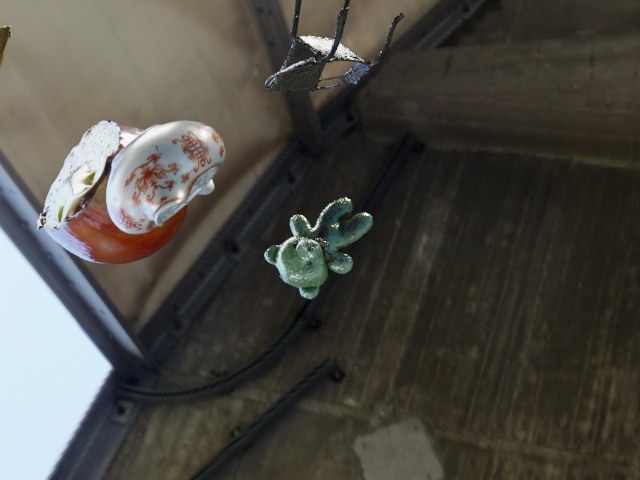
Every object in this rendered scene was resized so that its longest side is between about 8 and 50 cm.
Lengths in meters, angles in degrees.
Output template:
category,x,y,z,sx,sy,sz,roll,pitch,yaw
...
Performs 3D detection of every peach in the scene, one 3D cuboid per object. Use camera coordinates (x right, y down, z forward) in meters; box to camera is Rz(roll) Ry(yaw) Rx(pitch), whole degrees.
category,x,y,z,sx,sy,sz,roll,pitch,yaw
peach,-0.382,-0.084,1.757,0.281,0.338,0.281,-1,-94,9

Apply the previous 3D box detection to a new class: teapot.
category,x,y,z,sx,sy,sz,roll,pitch,yaw
teapot,-0.180,-0.077,1.162,0.116,0.245,0.159,37,-72,6

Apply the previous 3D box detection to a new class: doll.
category,x,y,z,sx,sy,sz,roll,pitch,yaw
doll,0.000,0.000,1.350,0.115,0.077,0.150,41,-107,14

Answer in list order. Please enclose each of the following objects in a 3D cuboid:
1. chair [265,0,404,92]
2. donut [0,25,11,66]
category,x,y,z,sx,sy,sz,roll,pitch,yaw
chair,0.008,-0.305,1.576,0.174,0.213,0.149,-6,-140,-41
donut,-0.529,-0.193,1.389,0.112,0.295,0.151,20,-114,-17
